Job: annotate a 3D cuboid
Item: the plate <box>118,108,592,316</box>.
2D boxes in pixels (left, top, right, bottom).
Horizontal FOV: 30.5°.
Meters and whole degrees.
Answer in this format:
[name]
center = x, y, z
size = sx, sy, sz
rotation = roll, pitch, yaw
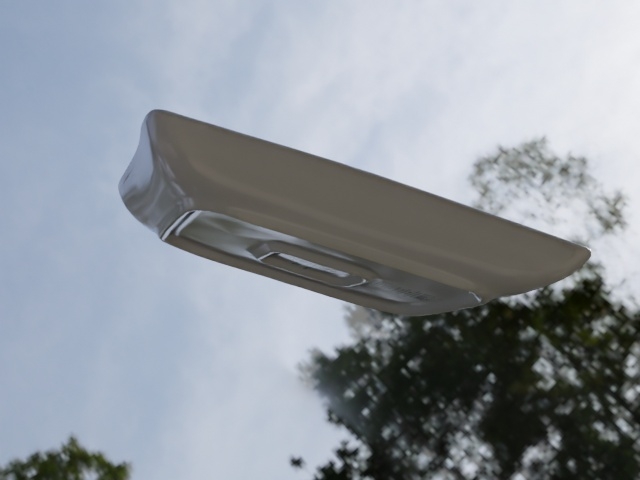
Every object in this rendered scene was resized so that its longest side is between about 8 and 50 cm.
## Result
[plate]
center = 0.000, 0.000, 0.793
size = 0.278, 0.277, 0.045
rotation = 17, -101, -11
